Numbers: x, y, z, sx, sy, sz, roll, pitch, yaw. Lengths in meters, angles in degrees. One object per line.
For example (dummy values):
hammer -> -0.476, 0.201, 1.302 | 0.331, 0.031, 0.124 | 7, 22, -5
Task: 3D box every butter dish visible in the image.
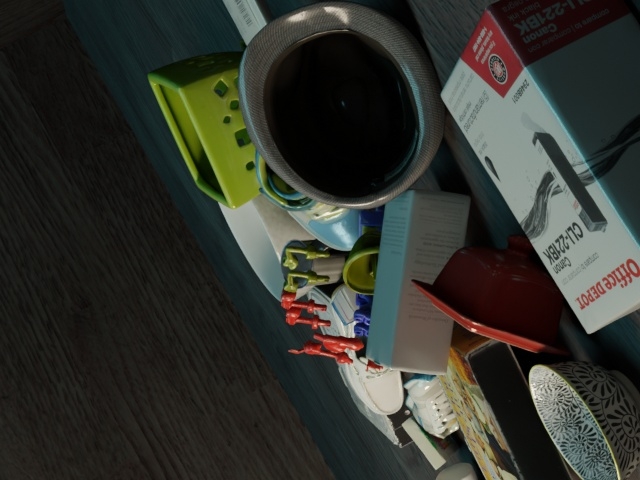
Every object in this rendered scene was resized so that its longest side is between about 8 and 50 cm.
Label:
butter dish -> 0.214, 0.050, 1.445 | 0.160, 0.118, 0.160 | 20, -173, -25

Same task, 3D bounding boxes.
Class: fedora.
fedora -> 0.031, -0.179, 1.548 | 0.275, 0.243, 0.124 | 60, -162, -19

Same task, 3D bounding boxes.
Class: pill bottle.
pill bottle -> 0.265, 0.477, 2.167 | 0.169, 0.094, 0.094 | 66, 167, -14

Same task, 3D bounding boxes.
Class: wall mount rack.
wall mount rack -> -0.051, -0.303, 1.751 | 0.350, 0.130, 0.304 | 64, 164, -6

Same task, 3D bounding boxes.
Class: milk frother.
milk frother -> 0.000, 0.000, 2.123 | 0.143, 0.134, 0.129 | 47, 125, 34

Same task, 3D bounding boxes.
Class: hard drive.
hard drive -> 0.077, 0.224, 2.461 | 0.339, 0.064, 0.237 | 66, 167, -22

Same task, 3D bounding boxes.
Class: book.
book -> 0.189, 0.345, 2.165 | 0.096, 0.035, 0.144 | 51, -170, 9

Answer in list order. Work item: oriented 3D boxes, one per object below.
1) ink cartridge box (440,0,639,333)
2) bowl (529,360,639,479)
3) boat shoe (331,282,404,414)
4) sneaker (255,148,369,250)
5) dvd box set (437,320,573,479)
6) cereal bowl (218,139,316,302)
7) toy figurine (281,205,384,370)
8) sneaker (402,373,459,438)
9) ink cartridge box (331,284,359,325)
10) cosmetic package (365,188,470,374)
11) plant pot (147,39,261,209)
ink cartridge box -> 0.236, -0.074, 1.080 | 0.273, 0.114, 0.197 | 59, 167, 11
bowl -> 0.317, 0.197, 1.405 | 0.170, 0.080, 0.170 | 58, 166, 23
boat shoe -> 0.095, 0.212, 2.281 | 0.277, 0.098, 0.096 | 68, 167, -21
sneaker -> -0.015, -0.070, 1.886 | 0.319, 0.127, 0.208 | 55, -167, -29
dvd box set -> 0.242, 0.250, 1.695 | 0.420, 0.062, 0.308 | -149, 34, -84
cereal bowl -> -0.083, -0.061, 2.321 | 0.339, 0.141, 0.339 | 57, 167, 21
toy figurine -> 0.055, 0.019, 1.857 | 0.362, 0.191, 0.217 | 85, -165, -58
sneaker -> 0.194, 0.258, 2.040 | 0.092, 0.087, 0.229 | 50, 171, 21
ink cartridge box -> 0.074, 0.097, 2.140 | 0.052, 0.088, 0.122 | 60, 167, 11
cosmetic package -> 0.124, 0.050, 1.600 | 0.117, 0.085, 0.231 | -165, 81, -76
plant pot -> -0.129, -0.208, 2.047 | 0.227, 0.207, 0.228 | 68, 167, -21
